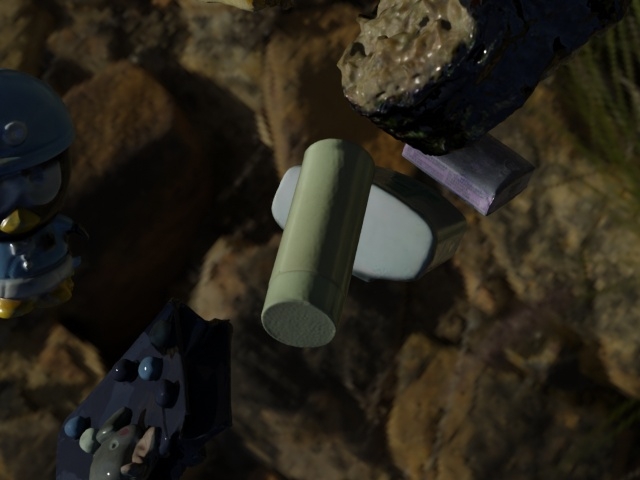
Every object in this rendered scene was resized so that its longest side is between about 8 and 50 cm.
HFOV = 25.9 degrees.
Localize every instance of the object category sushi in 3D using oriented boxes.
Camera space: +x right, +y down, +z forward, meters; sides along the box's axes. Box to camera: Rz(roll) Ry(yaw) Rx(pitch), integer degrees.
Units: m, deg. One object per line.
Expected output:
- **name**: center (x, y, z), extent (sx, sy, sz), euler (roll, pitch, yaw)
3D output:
- **sushi**: center (0.188, -0.255, 1.584), extent (0.171, 0.350, 0.211), euler (41, -155, -27)

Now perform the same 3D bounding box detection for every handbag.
- **handbag**: center (-0.247, 0.259, 1.851), extent (0.118, 0.269, 0.325), euler (27, 121, -26)

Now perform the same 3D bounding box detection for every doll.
- **doll**: center (-0.354, -0.065, 1.565), extent (0.141, 0.177, 0.314), euler (-138, 35, -59)

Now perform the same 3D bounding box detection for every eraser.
- **eraser**: center (0.065, -0.026, 1.638), extent (0.189, 0.104, 0.290), euler (21, -172, 10)

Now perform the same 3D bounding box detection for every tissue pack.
- **tissue pack**: center (0.207, -0.111, 1.946), extent (0.156, 0.112, 0.051), euler (38, 135, 20)

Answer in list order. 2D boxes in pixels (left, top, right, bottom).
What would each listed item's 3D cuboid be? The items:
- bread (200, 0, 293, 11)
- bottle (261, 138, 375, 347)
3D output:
- **bread**: center (-0.085, -0.407, 1.326), extent (0.207, 0.279, 0.279), euler (18, 144, 35)
- **bottle**: center (0.000, 0.000, 1.279), extent (0.072, 0.201, 0.072), euler (8, 140, 7)
